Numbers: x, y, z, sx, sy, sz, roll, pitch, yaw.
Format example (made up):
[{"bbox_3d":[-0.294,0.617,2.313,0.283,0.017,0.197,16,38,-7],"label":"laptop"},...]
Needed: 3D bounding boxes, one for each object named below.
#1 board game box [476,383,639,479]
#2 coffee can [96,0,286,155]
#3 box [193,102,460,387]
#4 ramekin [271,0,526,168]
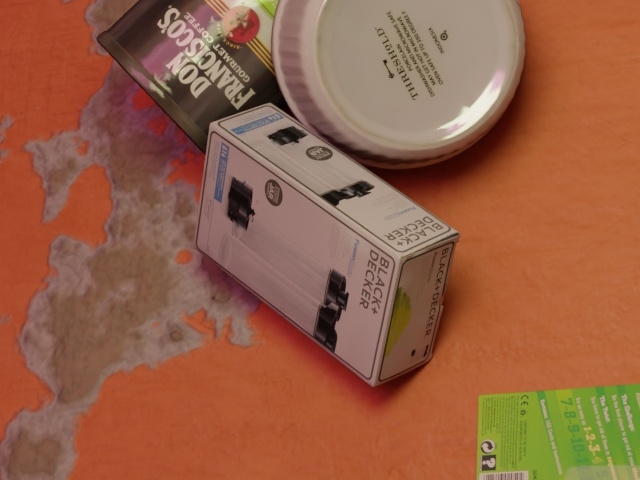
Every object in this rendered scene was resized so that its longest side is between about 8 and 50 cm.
[{"bbox_3d":[0.277,0.201,1.754,0.259,0.039,0.124,-7,64,24],"label":"board game box"},{"bbox_3d":[-0.082,-0.245,2.037,0.275,0.201,0.201,-44,56,-1],"label":"coffee can"},{"bbox_3d":[0.000,0.000,1.894,0.087,0.169,0.290,-22,46,-39],"label":"box"},{"bbox_3d":[0.090,-0.203,1.897,0.273,0.127,0.272,-1,97,-7],"label":"ramekin"}]
